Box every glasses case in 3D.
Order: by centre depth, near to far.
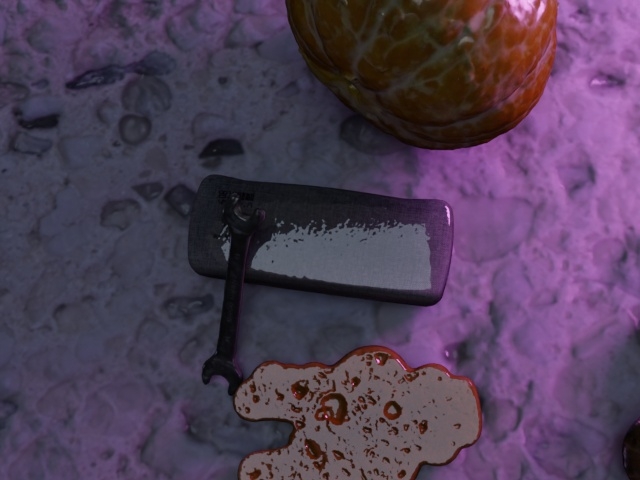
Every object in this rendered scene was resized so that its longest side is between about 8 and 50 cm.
[{"bbox_3d":[0.000,0.000,1.050,0.323,0.074,0.131,7,78,8],"label":"glasses case"}]

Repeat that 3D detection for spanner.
[{"bbox_3d":[-0.105,0.068,1.019,0.054,0.015,0.255,12,108,9],"label":"spanner"}]

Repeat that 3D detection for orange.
[{"bbox_3d":[0.114,-0.253,0.964,0.329,0.329,0.249,32,81,12],"label":"orange"}]

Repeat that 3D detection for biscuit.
[{"bbox_3d":[0.043,0.220,1.016,0.295,0.044,0.186,-4,82,6],"label":"biscuit"}]

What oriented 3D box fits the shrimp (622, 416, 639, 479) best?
[{"bbox_3d":[0.501,0.265,0.920,0.343,0.116,0.145,17,95,9],"label":"shrimp"}]
